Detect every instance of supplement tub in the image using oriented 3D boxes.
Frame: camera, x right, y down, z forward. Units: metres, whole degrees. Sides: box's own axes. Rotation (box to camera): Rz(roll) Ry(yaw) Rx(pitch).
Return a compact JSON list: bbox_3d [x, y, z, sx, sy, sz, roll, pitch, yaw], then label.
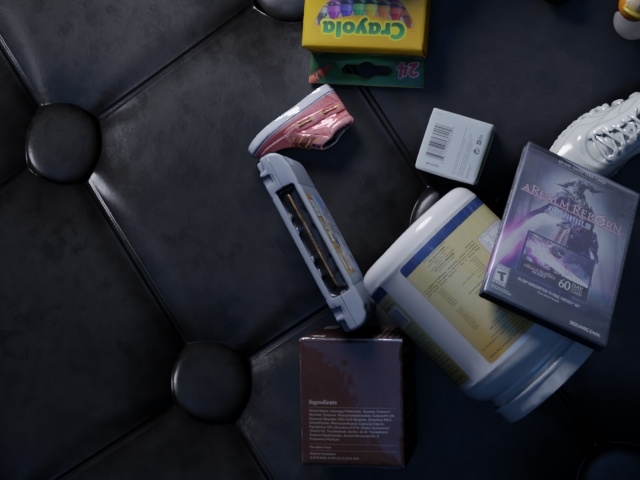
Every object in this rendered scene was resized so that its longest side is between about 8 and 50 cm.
[{"bbox_3d":[0.247,0.100,1.554,0.228,0.228,0.316,-45,84,9],"label":"supplement tub"}]

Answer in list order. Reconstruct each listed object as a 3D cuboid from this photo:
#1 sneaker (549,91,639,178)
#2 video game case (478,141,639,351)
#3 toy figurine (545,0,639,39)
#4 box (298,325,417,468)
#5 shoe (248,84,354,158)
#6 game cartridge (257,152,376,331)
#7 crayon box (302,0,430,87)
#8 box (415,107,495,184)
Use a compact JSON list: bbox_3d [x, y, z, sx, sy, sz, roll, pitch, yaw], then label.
[{"bbox_3d":[0.474,-0.175,1.557,0.292,0.118,0.110,-34,87,12],"label":"sneaker"},{"bbox_3d":[0.357,0.004,1.488,0.196,0.026,0.274,25,62,-5],"label":"video game case"},{"bbox_3d":[0.428,-0.402,1.511,0.213,0.209,0.148,30,103,9],"label":"toy figurine"},{"bbox_3d":[0.063,0.247,1.626,0.167,0.168,0.203,0,93,12],"label":"box"},{"bbox_3d":[-0.032,-0.175,1.683,0.178,0.063,0.081,-37,80,6],"label":"shoe"},{"bbox_3d":[0.000,0.000,1.615,0.062,0.198,0.297,-29,87,11],"label":"game cartridge"},{"bbox_3d":[0.080,-0.413,1.645,0.202,0.081,0.318,3,93,11],"label":"crayon box"},{"bbox_3d":[0.217,-0.149,1.623,0.102,0.087,0.101,18,95,9],"label":"box"}]
